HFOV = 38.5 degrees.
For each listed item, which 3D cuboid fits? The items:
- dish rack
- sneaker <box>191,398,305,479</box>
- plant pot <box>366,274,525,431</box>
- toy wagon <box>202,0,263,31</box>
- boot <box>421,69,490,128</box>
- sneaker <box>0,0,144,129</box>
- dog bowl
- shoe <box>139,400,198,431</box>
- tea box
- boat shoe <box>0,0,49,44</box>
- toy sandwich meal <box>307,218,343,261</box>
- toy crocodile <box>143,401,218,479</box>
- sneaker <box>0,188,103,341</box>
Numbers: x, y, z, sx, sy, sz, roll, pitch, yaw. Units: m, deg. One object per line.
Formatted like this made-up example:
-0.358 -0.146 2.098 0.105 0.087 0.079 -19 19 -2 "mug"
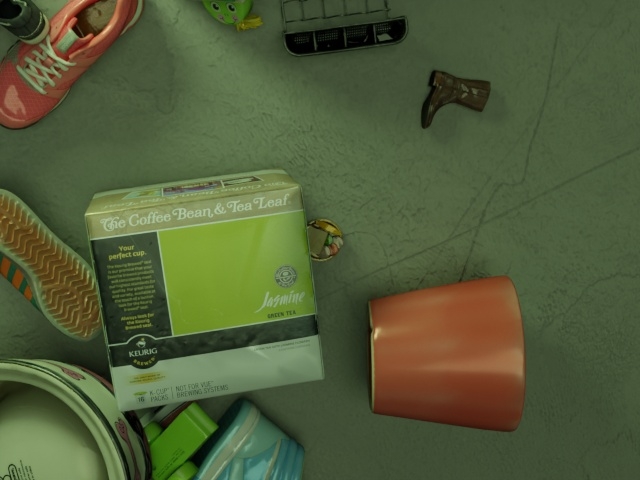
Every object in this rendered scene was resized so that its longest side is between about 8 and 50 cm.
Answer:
0.022 -0.445 1.490 0.208 0.074 0.271 -9 103 -9 "dish rack"
-0.147 0.461 1.619 0.208 0.127 0.319 35 95 -13 "sneaker"
0.203 0.197 1.568 0.243 0.275 0.274 -2 102 0 "plant pot"
-0.174 -0.447 1.368 0.068 0.267 0.344 -55 143 -31 "toy wagon"
0.238 -0.235 1.591 0.114 0.037 0.106 11 102 -16 "boot"
-0.404 -0.299 1.413 0.116 0.136 0.314 43 92 -15 "sneaker"
-0.453 0.375 1.470 0.408 0.150 0.407 2 96 16 "dog bowl"
-0.240 0.305 1.606 0.178 0.063 0.081 -41 106 6 "shoe"
-0.186 0.068 1.483 0.329 0.220 0.323 -7 103 -8 "tea box"
-0.494 -0.370 1.376 0.206 0.065 0.075 37 88 19 "boat shoe"
0.000 0.000 1.598 0.086 0.029 0.085 -2 102 -9 "toy sandwich meal"
-0.292 0.409 1.558 0.115 0.105 0.340 40 105 10 "toy crocodile"
-0.463 0.037 1.492 0.108 0.121 0.302 -44 116 -24 "sneaker"
